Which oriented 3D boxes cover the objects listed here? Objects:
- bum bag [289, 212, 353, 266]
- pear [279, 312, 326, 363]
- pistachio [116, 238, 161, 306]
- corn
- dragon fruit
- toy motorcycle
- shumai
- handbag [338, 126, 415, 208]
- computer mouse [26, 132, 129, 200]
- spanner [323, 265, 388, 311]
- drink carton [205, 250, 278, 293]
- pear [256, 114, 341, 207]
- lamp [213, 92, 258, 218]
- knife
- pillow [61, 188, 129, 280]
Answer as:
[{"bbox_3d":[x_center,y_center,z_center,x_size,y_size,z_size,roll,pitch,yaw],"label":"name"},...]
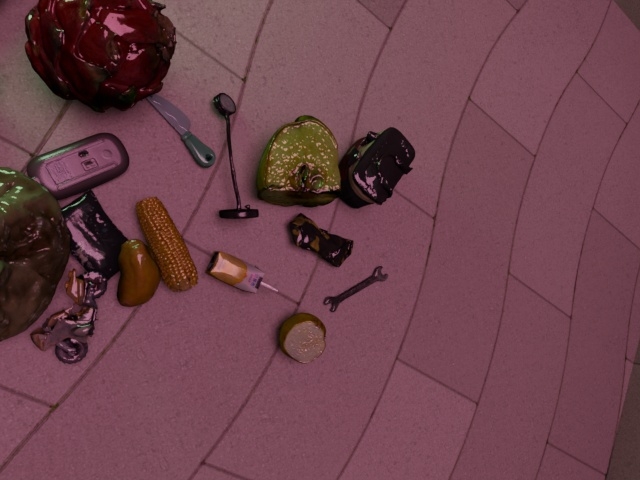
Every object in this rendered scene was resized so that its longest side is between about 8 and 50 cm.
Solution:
[{"bbox_3d":[0.000,0.000,1.514,0.232,0.060,0.107,26,65,-26],"label":"bum bag"},{"bbox_3d":[-0.052,0.275,1.443,0.140,0.104,0.141,-1,100,-8],"label":"pear"},{"bbox_3d":[-0.443,0.082,1.228,0.100,0.110,0.190,-20,131,-56],"label":"pistachio"},{"bbox_3d":[-0.398,0.013,1.290,0.091,0.091,0.260,-20,96,14],"label":"corn"},{"bbox_3d":[-0.508,-0.455,1.158,0.329,0.329,0.330,3,84,-27],"label":"dragon fruit"},{"bbox_3d":[-0.592,0.175,1.170,0.129,0.094,0.229,17,88,-27],"label":"toy motorcycle"},{"bbox_3d":[-0.705,0.030,0.987,0.323,0.323,0.398,15,85,-16],"label":"shumai"},{"bbox_3d":[0.162,-0.231,1.551,0.181,0.181,0.254,44,67,-18],"label":"handbag"},{"bbox_3d":[-0.591,-0.183,1.226,0.232,0.057,0.120,-33,101,-28],"label":"computer mouse"},{"bbox_3d":[0.116,0.153,1.588,0.254,0.015,0.054,-27,100,-26],"label":"spanner"},{"bbox_3d":[-0.213,0.099,1.388,0.199,0.074,0.084,29,74,-24],"label":"drink carton"},{"bbox_3d":[-0.076,-0.235,1.446,0.238,0.164,0.256,-1,81,-17],"label":"pear"},{"bbox_3d":[-0.269,-0.224,1.393,0.130,0.108,0.372,-12,82,-57],"label":"lamp"},{"bbox_3d":[-0.378,-0.312,1.364,0.063,0.034,0.260,-44,102,-28],"label":"knife"},{"bbox_3d":[-0.559,-0.004,1.227,0.141,0.055,0.208,-42,107,-26],"label":"pillow"}]
